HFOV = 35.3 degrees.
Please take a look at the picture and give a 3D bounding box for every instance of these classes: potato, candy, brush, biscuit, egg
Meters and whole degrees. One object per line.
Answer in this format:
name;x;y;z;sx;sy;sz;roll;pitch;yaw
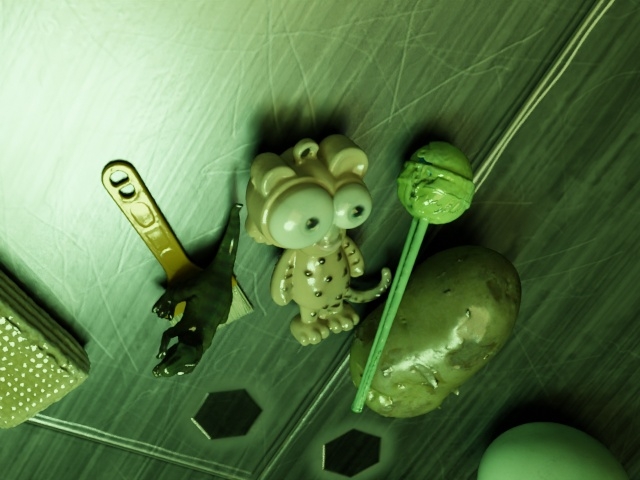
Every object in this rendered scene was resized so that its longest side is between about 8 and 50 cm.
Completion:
potato;0.146;0.113;1.258;0.165;0.165;0.262;33;114;-29
candy;0.094;0.044;1.179;0.093;0.092;0.335;20;90;12
brush;-0.182;0.014;1.205;0.103;0.013;0.272;-26;123;3
biscuit;-0.444;0.054;1.126;0.144;0.078;0.426;-33;123;9
egg;0.343;0.359;1.451;0.264;0.183;0.183;20;115;-32

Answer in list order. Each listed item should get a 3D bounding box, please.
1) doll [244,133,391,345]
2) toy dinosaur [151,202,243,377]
doll;-0.002;0.001;1.183;0.154;0.119;0.278;-27;131;-13
toy dinosaur;-0.120;0.076;1.159;0.087;0.187;0.179;28;138;-28
